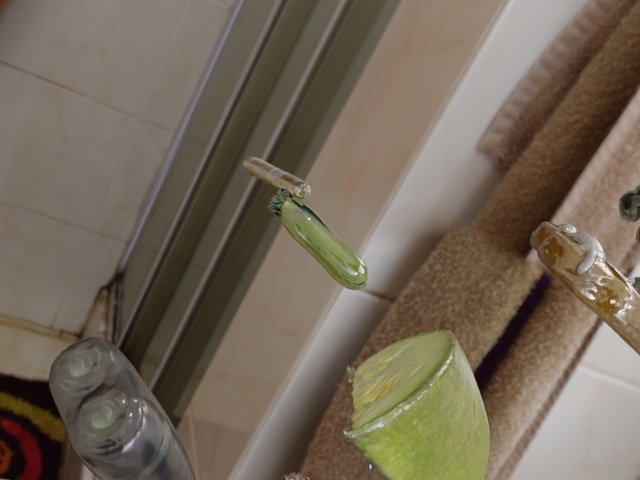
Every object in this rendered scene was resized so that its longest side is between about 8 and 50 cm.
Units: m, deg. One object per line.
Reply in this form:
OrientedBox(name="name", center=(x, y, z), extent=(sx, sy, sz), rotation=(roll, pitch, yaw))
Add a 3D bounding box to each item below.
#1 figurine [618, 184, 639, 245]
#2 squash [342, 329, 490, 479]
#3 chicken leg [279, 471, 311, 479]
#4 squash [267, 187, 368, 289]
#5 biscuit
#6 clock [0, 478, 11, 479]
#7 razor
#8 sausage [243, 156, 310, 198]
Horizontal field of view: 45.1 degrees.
OrientedBox(name="figurine", center=(0.677, -0.031, 1.390), extent=(0.166, 0.285, 0.343), rotation=(11, 23, -6))
OrientedBox(name="squash", center=(0.059, 0.095, 0.558), extent=(0.169, 0.093, 0.252), rotation=(61, 3, 36))
OrientedBox(name="chicken leg", center=(-0.015, 0.425, 0.987), extent=(0.083, 0.177, 0.323), rotation=(22, -29, 45))
OrientedBox(name="squash", center=(0.000, 0.000, 1.081), extent=(0.183, 0.052, 0.052), rotation=(47, 20, -4))
OrientedBox(name="biscuit", center=(0.401, 0.133, 0.836), extent=(0.432, 0.064, 0.283), rotation=(45, 12, 3))
OrientedBox(name="clock", center=(-0.311, 0.285, 0.673), extent=(0.202, 0.096, 0.143), rotation=(17, 35, -18))
OrientedBox(name="razor", center=(-0.246, 0.282, 1.033), extent=(0.113, 0.349, 0.204), rotation=(-29, 51, -17))
OrientedBox(name="sausage", center=(-0.078, -0.107, 1.285), extent=(0.032, 0.033, 0.269), rotation=(17, 7, -29))
